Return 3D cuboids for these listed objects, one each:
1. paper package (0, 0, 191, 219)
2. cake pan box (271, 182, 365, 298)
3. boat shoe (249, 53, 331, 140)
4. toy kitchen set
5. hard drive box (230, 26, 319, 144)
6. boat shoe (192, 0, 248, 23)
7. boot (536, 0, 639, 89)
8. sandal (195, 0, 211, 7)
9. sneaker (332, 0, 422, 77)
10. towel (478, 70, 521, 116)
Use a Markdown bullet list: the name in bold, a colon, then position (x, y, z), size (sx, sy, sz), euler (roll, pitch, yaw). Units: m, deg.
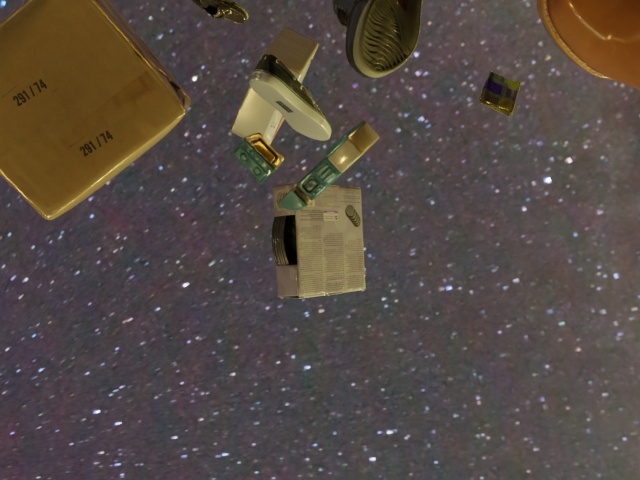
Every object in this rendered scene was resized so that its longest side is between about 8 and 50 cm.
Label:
- **paper package**: position (-0.443, -0.247, 1.276), size (0.325, 0.168, 0.309), euler (-38, -71, 6)
- **cake pan box**: position (0.000, 0.000, 1.633), size (0.267, 0.070, 0.245), euler (-3, -92, -52)
- **boat shoe**: position (-0.028, -0.168, 0.870), size (0.142, 0.049, 0.040), euler (37, -114, -47)
- **toy kitchen set**: position (-0.037, -0.159, 1.272), size (0.166, 0.207, 0.122), euler (47, -153, -4)
- **hard drive box**: position (-0.095, -0.327, 1.549), size (0.089, 0.181, 0.232), euler (26, -148, -4)
- **boat shoe**: position (-0.250, -0.565, 1.790), size (0.152, 0.056, 0.049), euler (21, -128, -21)
- **boot**: position (0.321, -0.139, 0.586), size (0.283, 0.109, 0.220), euler (35, -166, -13)
- **sandal**: position (-0.202, -0.629, 1.615), size (0.054, 0.254, 0.097), euler (35, -171, 12)
- **sneaker**: position (0.060, -0.270, 0.923), size (0.083, 0.118, 0.222), euler (39, -127, -27)
- **towel**: position (0.298, -0.244, 1.211), size (0.060, 0.009, 0.083), euler (24, -122, 1)
